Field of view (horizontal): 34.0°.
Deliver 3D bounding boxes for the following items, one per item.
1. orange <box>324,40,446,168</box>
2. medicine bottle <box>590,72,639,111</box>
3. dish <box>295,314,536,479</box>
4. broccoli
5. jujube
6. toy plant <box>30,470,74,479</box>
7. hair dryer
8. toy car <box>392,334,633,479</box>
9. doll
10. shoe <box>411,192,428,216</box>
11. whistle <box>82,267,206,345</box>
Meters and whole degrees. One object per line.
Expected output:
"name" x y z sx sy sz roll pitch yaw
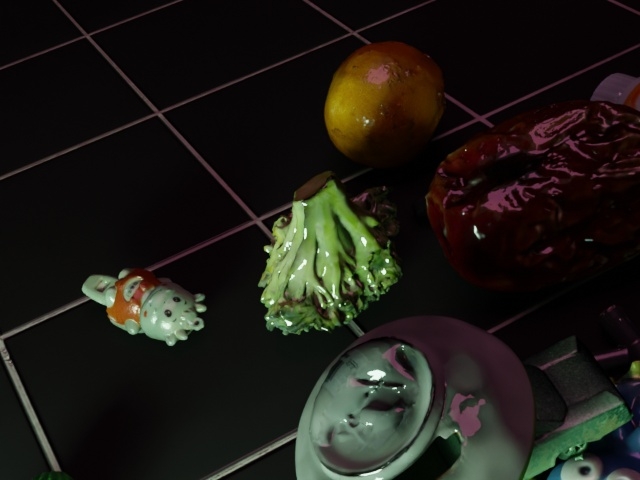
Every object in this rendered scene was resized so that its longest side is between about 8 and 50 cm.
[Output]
"orange" 0.121 -0.250 1.944 0.240 0.240 0.240 -7 38 6
"medicine bottle" 0.619 -0.179 1.787 0.158 0.158 0.318 -36 44 -28
"dish" 0.083 0.215 1.242 0.324 0.124 0.324 -25 44 27
"broccoli" 0.000 0.000 1.654 0.248 0.245 0.288 -14 32 13
"jujube" 0.363 -0.071 1.640 0.377 0.276 0.276 -17 38 -4
"toy plant" -0.368 0.412 1.365 0.155 0.088 0.240 -6 48 27
"hair dryer" 0.387 0.188 1.482 0.195 0.050 0.173 -21 38 -6
"toy car" 0.210 0.234 1.298 0.321 0.097 0.141 -28 41 0
"doll" 0.399 0.274 1.306 0.346 0.098 0.341 21 57 31
"shoe" 0.280 -0.089 1.824 0.241 0.093 0.108 -30 -2 5
"whistle" -0.290 0.102 1.721 0.253 0.105 0.102 17 30 31
